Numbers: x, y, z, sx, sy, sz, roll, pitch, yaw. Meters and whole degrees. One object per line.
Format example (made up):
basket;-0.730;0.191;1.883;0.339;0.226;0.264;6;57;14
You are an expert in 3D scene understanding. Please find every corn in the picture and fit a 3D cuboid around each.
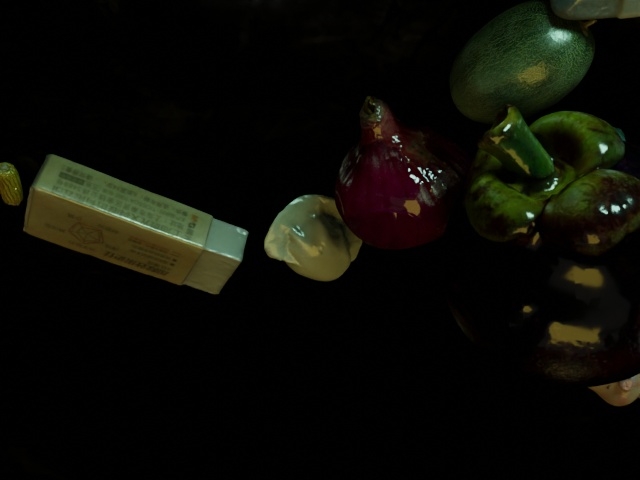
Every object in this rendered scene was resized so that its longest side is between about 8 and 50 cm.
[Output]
corn;-0.509;-0.092;1.039;0.037;0.037;0.092;13;142;-5

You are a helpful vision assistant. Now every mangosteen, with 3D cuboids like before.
mangosteen;0.282;0.013;0.702;0.296;0.297;0.313;8;162;2

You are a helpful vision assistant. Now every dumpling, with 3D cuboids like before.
dumpling;-0.001;-0.001;1.012;0.176;0.092;0.150;31;125;-18

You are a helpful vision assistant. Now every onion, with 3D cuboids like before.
onion;0.100;-0.088;0.839;0.195;0.140;0.218;-2;139;27

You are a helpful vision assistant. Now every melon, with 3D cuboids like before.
melon;0.216;-0.191;0.682;0.114;0.114;0.167;32;141;-28

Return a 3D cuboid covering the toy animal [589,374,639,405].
toy animal;0.554;0.211;1.114;0.250;0.167;0.154;14;-173;4

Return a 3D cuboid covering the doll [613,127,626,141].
doll;0.397;-0.065;0.855;0.159;0.059;0.158;23;140;-19

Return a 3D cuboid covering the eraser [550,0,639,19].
eraser;0.392;-0.259;0.571;0.351;0.089;0.061;-2;146;14

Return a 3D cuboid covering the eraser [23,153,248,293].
eraser;-0.303;-0.018;1.060;0.343;0.078;0.144;21;142;-17
